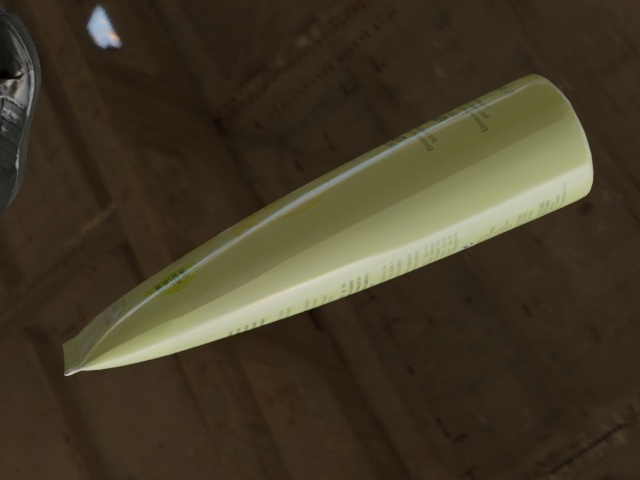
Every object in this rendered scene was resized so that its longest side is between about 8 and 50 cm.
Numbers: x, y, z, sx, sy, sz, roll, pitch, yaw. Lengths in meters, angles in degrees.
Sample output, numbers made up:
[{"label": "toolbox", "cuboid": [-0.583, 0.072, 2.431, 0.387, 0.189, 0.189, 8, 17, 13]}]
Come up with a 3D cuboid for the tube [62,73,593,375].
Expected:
[{"label": "tube", "cuboid": [0.000, 0.000, 0.547, 0.240, 0.070, 0.062, -25, -124, -9]}]

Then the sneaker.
[{"label": "sneaker", "cuboid": [-0.215, -0.053, 0.787, 0.051, 0.089, 0.170, 15, -59, 6]}]
